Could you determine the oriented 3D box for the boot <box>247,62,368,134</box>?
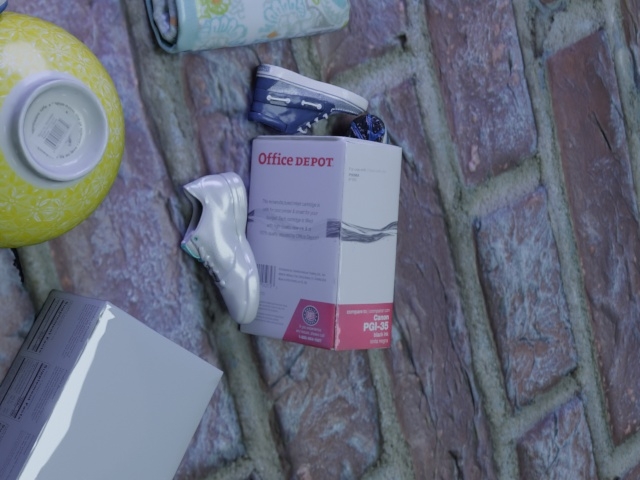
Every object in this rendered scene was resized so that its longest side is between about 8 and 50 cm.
[{"bbox_3d":[-0.020,-0.190,1.722,0.190,0.069,0.086,14,92,-32],"label":"boot"}]

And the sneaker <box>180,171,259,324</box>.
[{"bbox_3d":[-0.144,0.016,1.633,0.094,0.080,0.212,-12,95,-27],"label":"sneaker"}]

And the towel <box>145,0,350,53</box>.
[{"bbox_3d":[-0.104,-0.454,1.605,0.320,0.090,0.374,-16,104,-38],"label":"towel"}]

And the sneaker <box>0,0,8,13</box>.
[{"bbox_3d":[-0.420,-0.278,1.257,0.296,0.112,0.131,-74,179,-59],"label":"sneaker"}]

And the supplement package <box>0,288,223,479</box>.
[{"bbox_3d":[-0.283,0.227,1.477,0.204,0.145,0.262,37,71,-36],"label":"supplement package"}]

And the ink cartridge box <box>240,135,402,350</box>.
[{"bbox_3d":[0.000,0.000,1.654,0.117,0.207,0.283,2,93,-41],"label":"ink cartridge box"}]

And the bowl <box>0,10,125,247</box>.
[{"bbox_3d":[-0.337,-0.129,1.393,0.289,0.156,0.289,-5,97,-39],"label":"bowl"}]

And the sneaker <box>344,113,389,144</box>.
[{"bbox_3d":[0.054,-0.080,1.777,0.211,0.080,0.081,-64,159,1],"label":"sneaker"}]
